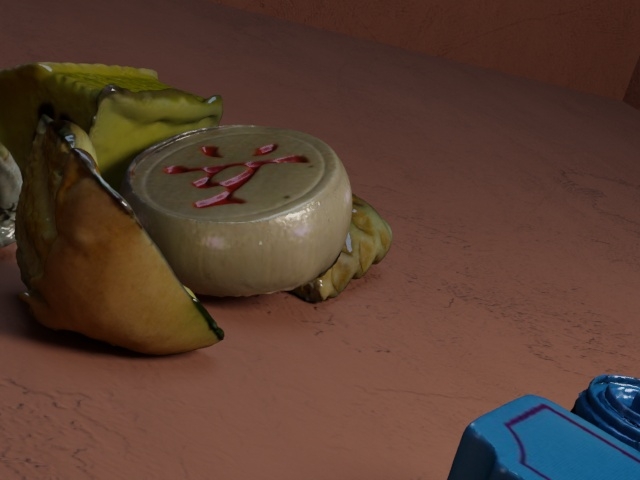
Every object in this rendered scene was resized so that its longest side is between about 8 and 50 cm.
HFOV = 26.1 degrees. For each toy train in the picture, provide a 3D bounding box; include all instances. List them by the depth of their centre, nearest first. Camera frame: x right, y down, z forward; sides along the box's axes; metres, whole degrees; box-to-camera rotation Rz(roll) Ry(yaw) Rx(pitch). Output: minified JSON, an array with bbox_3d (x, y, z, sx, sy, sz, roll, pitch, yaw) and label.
[{"bbox_3d":[0.231,0.231,0.968,0.300,0.188,0.265,29,25,29],"label":"toy train"}]

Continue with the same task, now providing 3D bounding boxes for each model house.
[{"bbox_3d":[-0.265,-0.139,1.617,0.234,0.174,0.193,35,25,35],"label":"model house"}]

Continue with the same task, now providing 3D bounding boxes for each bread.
[{"bbox_3d":[-0.212,0.021,1.252,0.174,0.133,0.251,47,-11,52],"label":"bread"},{"bbox_3d":[0.000,0.000,1.617,0.128,0.087,0.232,15,20,22],"label":"bread"}]

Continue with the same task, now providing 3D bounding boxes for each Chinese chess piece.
[{"bbox_3d":[-0.090,-0.035,1.481,0.250,0.103,0.249,-1,30,1],"label":"Chinese chess piece"}]

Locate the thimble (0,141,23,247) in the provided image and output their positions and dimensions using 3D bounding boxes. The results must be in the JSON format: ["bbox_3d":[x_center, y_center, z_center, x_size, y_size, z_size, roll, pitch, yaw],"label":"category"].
[{"bbox_3d":[-0.381,-0.066,1.348,0.143,0.137,0.190,30,-2,35],"label":"thimble"}]
